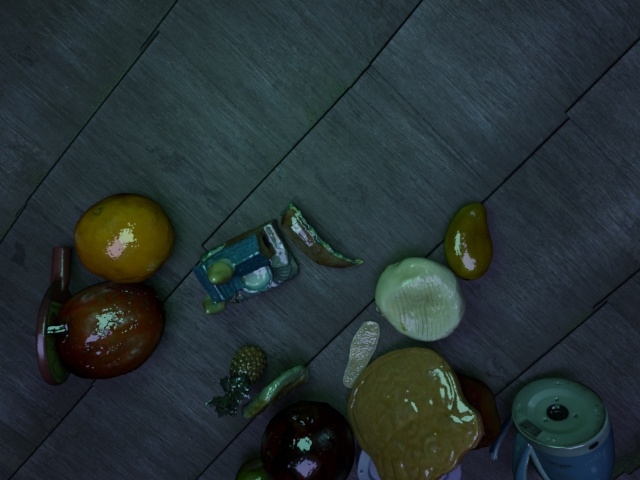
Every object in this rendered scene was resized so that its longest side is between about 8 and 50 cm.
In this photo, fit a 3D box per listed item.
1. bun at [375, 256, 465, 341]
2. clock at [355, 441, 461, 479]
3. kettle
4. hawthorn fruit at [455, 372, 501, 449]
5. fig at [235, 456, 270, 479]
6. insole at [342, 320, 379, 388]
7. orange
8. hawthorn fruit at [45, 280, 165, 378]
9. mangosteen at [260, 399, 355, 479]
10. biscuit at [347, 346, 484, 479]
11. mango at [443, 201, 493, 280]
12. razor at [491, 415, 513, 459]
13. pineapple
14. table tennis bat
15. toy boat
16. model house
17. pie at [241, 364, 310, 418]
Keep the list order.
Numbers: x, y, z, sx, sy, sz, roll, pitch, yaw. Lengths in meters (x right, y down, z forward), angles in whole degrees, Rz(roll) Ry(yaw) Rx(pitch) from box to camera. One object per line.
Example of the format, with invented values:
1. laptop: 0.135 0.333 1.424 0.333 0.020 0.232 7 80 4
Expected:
1. bun: 0.290 0.155 1.213 0.260 0.160 0.259 6 116 12
2. clock: 0.284 0.706 1.360 0.339 0.102 0.338 1 102 3
3. kettle: 0.712 0.640 1.247 0.320 0.247 0.341 -27 111 -4
4. hawthorn fruit: 0.428 0.519 1.235 0.208 0.248 0.207 2 105 6
5. fig: -0.146 0.830 1.393 0.275 0.206 0.205 2 104 -20
6. insole: 0.129 0.370 1.342 0.081 0.011 0.247 15 103 0
7. orange: -0.548 -0.009 1.177 0.262 0.261 0.260 1 102 4
8. hawthorn fruit: -0.616 0.266 1.236 0.317 0.316 0.315 1 102 4
9. mangosteen: -0.038 0.646 1.280 0.312 0.311 0.310 1 102 4
10. biscuit: 0.249 0.508 1.218 0.385 0.365 0.062 -46 141 21
11. mango: 0.427 0.003 1.200 0.137 0.099 0.227 3 95 8
12. razor: 0.602 0.632 1.357 0.068 0.037 0.191 13 108 -36
13. pineapple: -0.243 0.428 1.256 0.125 0.251 0.125 5 113 11
14. table tennis bat: -0.791 0.224 1.262 0.051 0.268 0.413 -3 76 -13
15. toy boat: -0.004 0.010 1.230 0.293 0.108 0.099 40 70 -11
16. model house: -0.226 0.099 1.146 0.267 0.325 0.193 -25 98 9
17. pie: -0.137 0.466 1.279 0.240 0.240 0.054 -42 70 11
